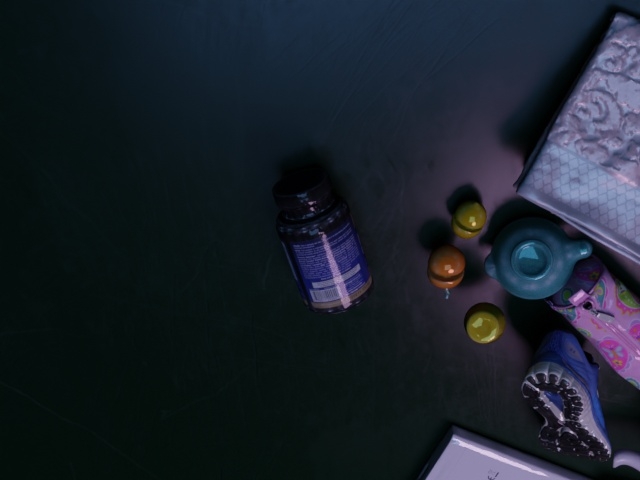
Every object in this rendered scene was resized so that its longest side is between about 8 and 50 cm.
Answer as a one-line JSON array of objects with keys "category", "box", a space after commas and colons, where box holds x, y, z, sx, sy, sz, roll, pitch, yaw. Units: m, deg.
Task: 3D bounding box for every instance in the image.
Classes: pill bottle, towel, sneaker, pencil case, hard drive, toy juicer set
[{"category": "pill bottle", "box": [0.000, 0.000, 1.668, 0.123, 0.122, 0.219, -14, 117, 9]}, {"category": "towel", "box": [0.505, -0.129, 1.557, 0.332, 0.053, 0.317, 29, 102, -2]}, {"category": "sneaker", "box": [0.441, 0.268, 1.790, 0.130, 0.147, 0.330, 6, 144, 27]}, {"category": "pencil case", "box": [0.505, 0.149, 1.733, 0.124, 0.124, 0.284, -40, 111, 20]}, {"category": "hard drive", "box": [0.354, 0.502, 1.969, 0.353, 0.047, 0.233, 23, 116, -9]}, {"category": "toy juicer set", "box": [0.320, 0.000, 1.681, 0.329, 0.089, 0.209, -41, 83, 12]}]

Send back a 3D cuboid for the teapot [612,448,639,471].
[{"category": "teapot", "box": [0.666, 0.316, 1.770, 0.187, 0.256, 0.252, 44, 154, 5]}]
